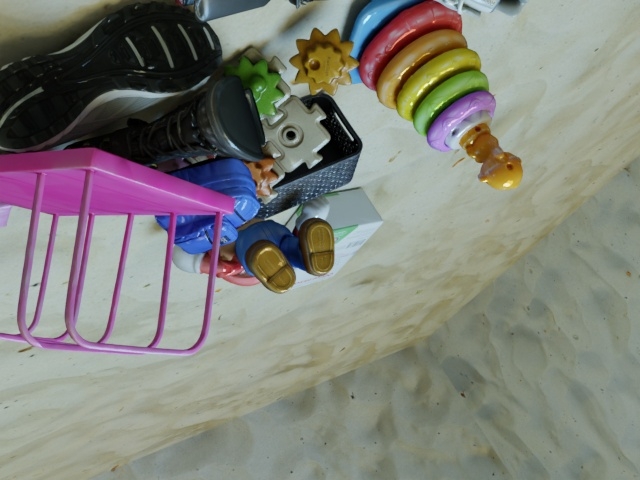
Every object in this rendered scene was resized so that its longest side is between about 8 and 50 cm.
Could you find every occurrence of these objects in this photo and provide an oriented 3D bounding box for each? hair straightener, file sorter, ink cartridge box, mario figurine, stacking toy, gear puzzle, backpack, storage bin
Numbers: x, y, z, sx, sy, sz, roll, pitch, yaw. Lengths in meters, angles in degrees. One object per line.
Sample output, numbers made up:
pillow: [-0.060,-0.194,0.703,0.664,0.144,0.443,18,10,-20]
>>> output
hair straightener: [-0.039,-0.267,0.835,0.231,0.089,0.047,-16,138,-35]
file sorter: [-0.276,0.022,0.811,0.291,0.182,0.202,1,170,32]
ink cartridge box: [0.000,0.000,1.539,0.154,0.093,0.212,-13,152,-40]
mario figurine: [-0.109,-0.010,1.193,0.198,0.170,0.321,14,177,-26]
stacking toy: [0.174,-0.186,1.029,0.175,0.301,0.165,-25,159,-20]
gear puzzle: [-0.085,-0.138,0.985,0.339,0.175,0.044,-37,-160,15]
backpack: [-0.135,-0.043,0.943,0.120,0.101,0.098,-21,169,3]
storage bin: [-0.043,-0.125,1.125,0.180,0.122,0.084,-24,159,-20]

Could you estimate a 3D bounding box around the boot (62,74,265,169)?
boot: [-0.181,-0.105,0.851,0.229,0.091,0.263,-15,-173,2]

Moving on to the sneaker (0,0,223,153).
sneaker: [-0.231,-0.170,0.810,0.272,0.100,0.108,-28,-174,-21]

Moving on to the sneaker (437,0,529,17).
sneaker: [0.153,-0.331,0.909,0.297,0.129,0.111,-13,155,-39]

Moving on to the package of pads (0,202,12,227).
package of pads: [-0.418,-0.033,0.926,0.083,0.032,0.050,-15,153,-40]
